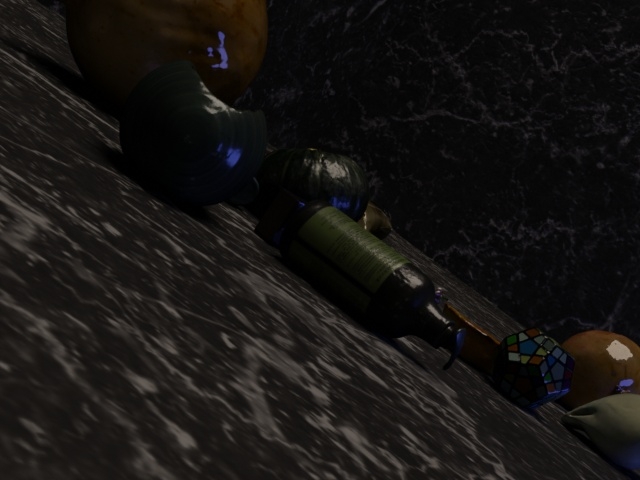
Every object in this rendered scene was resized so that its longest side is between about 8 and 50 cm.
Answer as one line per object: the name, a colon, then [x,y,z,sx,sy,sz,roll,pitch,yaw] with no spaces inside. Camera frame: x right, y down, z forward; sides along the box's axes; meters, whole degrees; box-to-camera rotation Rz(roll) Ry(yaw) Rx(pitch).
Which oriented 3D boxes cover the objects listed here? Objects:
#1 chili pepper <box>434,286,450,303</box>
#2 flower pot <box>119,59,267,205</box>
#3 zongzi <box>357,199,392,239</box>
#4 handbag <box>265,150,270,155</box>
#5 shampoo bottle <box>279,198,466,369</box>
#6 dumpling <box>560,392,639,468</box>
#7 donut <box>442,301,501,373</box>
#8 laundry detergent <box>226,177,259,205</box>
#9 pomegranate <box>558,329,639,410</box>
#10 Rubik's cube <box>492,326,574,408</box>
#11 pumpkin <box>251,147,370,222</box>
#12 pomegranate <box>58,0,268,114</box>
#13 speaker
chili pepper: [0.197,0.099,2.043,0.153,0.041,0.050,20,-21,20]
flower pot: [-0.164,-0.135,1.283,0.189,0.157,0.243,33,6,-7]
zongzi: [0.122,-0.032,2.491,0.194,0.099,0.197,30,18,-40]
handbag: [-0.074,-0.131,2.257,0.216,0.074,0.203,32,5,-19]
shampoo bottle: [0.075,0.058,1.326,0.284,0.101,0.101,37,6,24]
dumpling: [0.519,0.321,1.646,0.228,0.124,0.151,8,-26,36]
donut: [0.254,0.168,1.673,0.152,0.058,0.152,35,5,-3]
laundry detergent: [-0.182,-0.128,1.622,0.096,0.061,0.206,27,9,-44]
pomegranate: [0.553,0.266,1.970,0.191,0.191,0.191,34,5,-4]
Rubik's cube: [0.334,0.201,1.568,0.133,0.133,0.112,39,-23,43]
pumpkin: [-0.022,-0.081,1.701,0.211,0.152,0.211,7,-8,1]
pomegranate: [-0.293,-0.392,1.750,0.410,0.410,0.410,34,5,-4]
speaker: [0.000,0.000,1.508,0.218,0.082,0.044,27,10,-46]
